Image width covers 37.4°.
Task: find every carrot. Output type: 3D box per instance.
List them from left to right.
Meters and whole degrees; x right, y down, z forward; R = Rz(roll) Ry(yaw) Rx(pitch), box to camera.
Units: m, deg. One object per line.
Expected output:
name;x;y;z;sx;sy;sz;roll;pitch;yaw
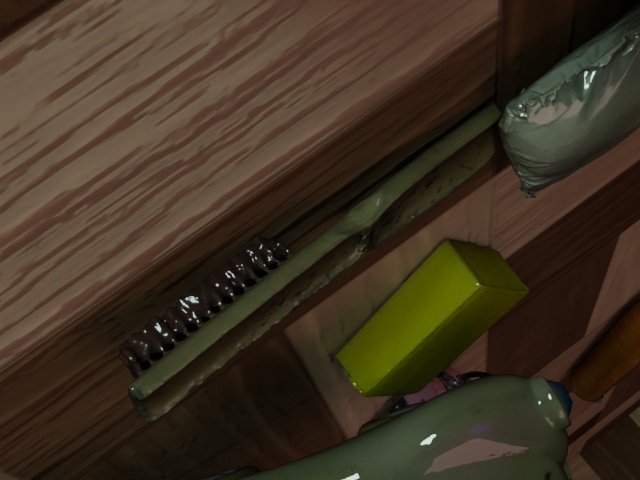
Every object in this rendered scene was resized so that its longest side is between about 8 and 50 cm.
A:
carrot;0.413;0.146;1.287;0.067;0.067;0.225;-23;153;-32

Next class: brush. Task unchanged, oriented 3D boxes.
brush;0.000;0.000;0.486;0.248;0.036;0.043;-37;161;-20

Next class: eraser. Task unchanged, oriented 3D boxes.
eraser;0.081;0.059;0.686;0.122;0.045;0.097;-47;155;20

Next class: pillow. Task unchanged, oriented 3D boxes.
pillow;0.198;-0.113;0.539;0.229;0.051;0.128;-38;158;-1

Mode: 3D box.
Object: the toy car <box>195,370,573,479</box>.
toy car;0.033;0.232;0.589;0.336;0.242;0.226;-17;171;-6

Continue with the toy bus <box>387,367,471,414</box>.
toy bus;0.076;0.204;0.916;0.090;0.063;0.203;-14;148;-49
